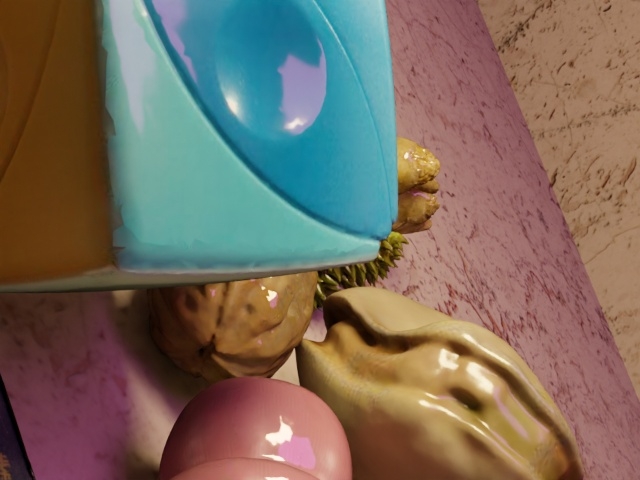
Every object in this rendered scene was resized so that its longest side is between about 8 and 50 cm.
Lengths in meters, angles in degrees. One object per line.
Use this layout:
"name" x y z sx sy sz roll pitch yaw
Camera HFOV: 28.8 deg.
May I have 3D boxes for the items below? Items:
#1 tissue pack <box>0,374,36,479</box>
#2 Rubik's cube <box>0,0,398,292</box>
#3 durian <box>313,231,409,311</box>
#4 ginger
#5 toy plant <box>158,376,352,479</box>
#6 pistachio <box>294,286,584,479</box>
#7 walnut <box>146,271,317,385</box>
"tissue pack" -0.299 0.200 0.977 0.173 0.073 0.235 7 56 -62
"Rubik's cube" -0.162 -0.133 1.123 0.351 0.347 0.352 -7 92 -46
"durian" 0.000 0.000 1.730 0.352 0.158 0.169 8 43 -57
"ginger" 0.039 -0.087 1.829 0.375 0.236 0.166 5 100 -56
"toy plant" -0.042 0.308 1.155 0.317 0.210 0.356 16 32 -12
"pistachio" 0.125 0.211 1.449 0.365 0.281 0.445 44 -17 -8
"walnut" -0.100 0.054 1.413 0.198 0.198 0.245 50 35 -23
